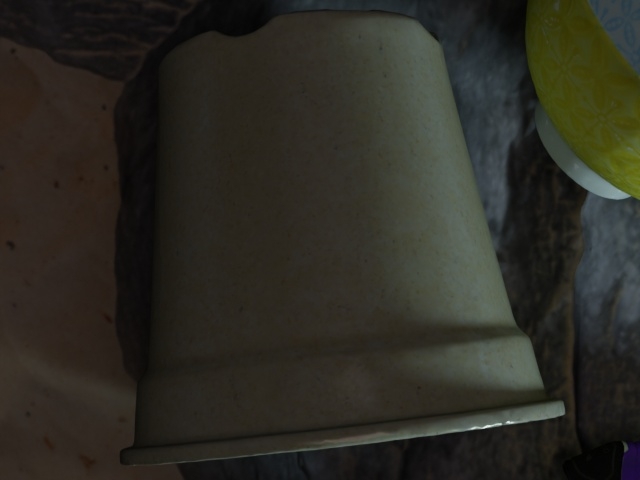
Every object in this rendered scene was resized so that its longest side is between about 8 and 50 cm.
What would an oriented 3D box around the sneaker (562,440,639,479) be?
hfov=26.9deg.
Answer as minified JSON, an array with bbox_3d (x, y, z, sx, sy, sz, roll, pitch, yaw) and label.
[{"bbox_3d":[0.256,0.315,1.162,0.146,0.102,0.293,-2,91,2],"label":"sneaker"}]

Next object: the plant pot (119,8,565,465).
[{"bbox_3d":[0.000,0.000,1.025,0.333,0.334,0.306,-6,83,-4],"label":"plant pot"}]

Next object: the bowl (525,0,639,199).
[{"bbox_3d":[0.266,-0.122,1.080,0.289,0.289,0.156,38,132,-6],"label":"bowl"}]
